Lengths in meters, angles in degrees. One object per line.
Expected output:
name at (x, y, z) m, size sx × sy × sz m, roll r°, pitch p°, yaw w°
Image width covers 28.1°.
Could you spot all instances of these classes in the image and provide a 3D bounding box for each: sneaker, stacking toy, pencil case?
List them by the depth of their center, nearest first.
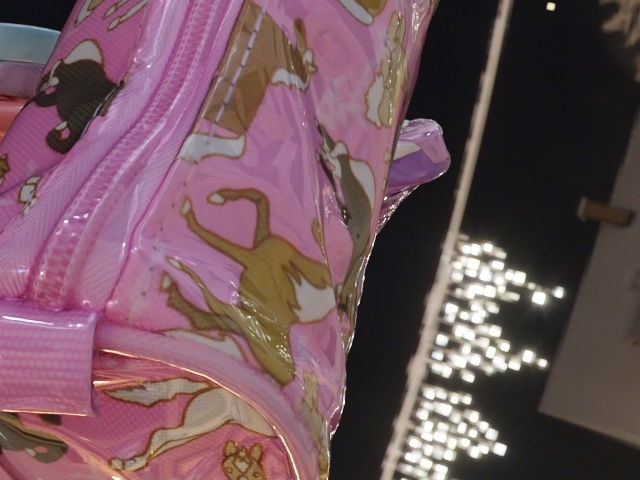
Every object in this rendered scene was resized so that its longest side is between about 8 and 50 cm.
pencil case at (-0.029, -0.076, 0.489) m, size 0.167 × 0.160 × 0.386 m, roll 42°, pitch -130°, yaw -34°
sneaker at (0.000, 0.000, 0.862) m, size 0.095 × 0.236 × 0.105 m, roll -25°, pitch -92°, yaw -54°
stacking toy at (-0.363, -0.144, 1.092) m, size 0.279 × 0.309 × 0.130 m, roll 1°, pitch -91°, yaw -33°
